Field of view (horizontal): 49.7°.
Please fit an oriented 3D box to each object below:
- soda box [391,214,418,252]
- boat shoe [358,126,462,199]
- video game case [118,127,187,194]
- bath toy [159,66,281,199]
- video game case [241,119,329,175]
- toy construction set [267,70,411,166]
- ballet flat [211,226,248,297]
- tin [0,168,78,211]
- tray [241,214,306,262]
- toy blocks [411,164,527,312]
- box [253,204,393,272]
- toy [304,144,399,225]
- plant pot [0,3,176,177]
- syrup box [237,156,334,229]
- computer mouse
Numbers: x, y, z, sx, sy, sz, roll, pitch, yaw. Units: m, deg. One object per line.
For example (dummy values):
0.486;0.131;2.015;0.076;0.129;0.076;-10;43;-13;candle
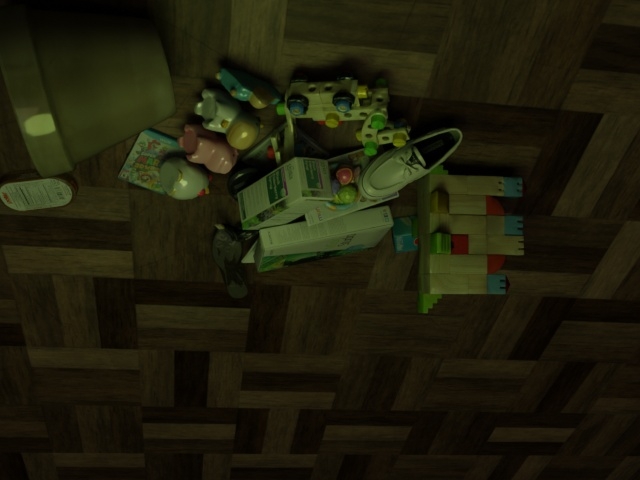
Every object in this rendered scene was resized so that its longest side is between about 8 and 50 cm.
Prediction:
0.295;-0.027;1.829;0.210;0.071;0.067;-8;135;2;soda box
0.209;-0.180;1.578;0.268;0.088;0.096;-27;92;-12;boat shoe
-0.394;-0.187;1.637;0.119;0.015;0.166;21;129;-24;video game case
-0.230;-0.218;1.544;0.129;0.151;0.348;-6;146;-49;bath toy
-0.083;-0.201;1.653;0.157;0.019;0.143;-36;129;26;video game case
0.029;-0.263;1.522;0.328;0.151;0.215;-13;150;7;toy construction set
-0.242;0.054;1.876;0.084;0.058;0.249;-10;131;0;ballet flat
-0.681;-0.120;1.662;0.190;0.040;0.106;-7;131;1;tin
-0.094;-0.030;1.780;0.145;0.030;0.270;-3;146;-39;tray
0.378;-0.011;1.705;0.261;0.381;0.191;1;176;-10;toy blocks
0.000;0.000;1.722;0.322;0.058;0.232;-10;166;-11;box
0.065;-0.135;1.608;0.237;0.136;0.056;-19;-179;-18;toy
-0.440;-0.310;1.337;0.281;0.323;0.323;-16;137;-13;plant pot
-0.081;-0.100;1.540;0.096;0.093;0.237;0;164;-39;syrup box
-0.192;-0.095;1.700;0.184;0.060;0.262;-28;148;6;computer mouse
